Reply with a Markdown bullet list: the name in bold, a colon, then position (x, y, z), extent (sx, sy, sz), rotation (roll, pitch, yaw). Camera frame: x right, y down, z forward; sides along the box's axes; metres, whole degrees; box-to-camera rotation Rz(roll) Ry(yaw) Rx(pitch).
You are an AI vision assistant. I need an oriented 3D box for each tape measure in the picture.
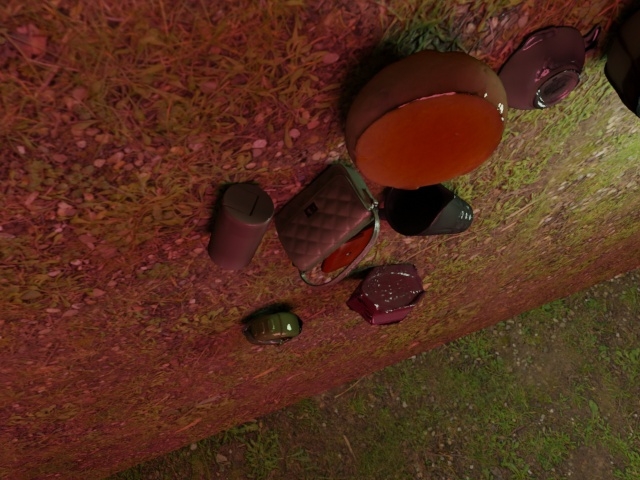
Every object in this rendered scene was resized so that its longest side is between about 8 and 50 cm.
- **tape measure**: position (-0.152, 0.287, 1.635), extent (0.175, 0.106, 0.200), rotation (-27, 153, 38)

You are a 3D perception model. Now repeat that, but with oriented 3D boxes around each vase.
- **vase**: position (0.287, -0.078, 1.302), extent (0.251, 0.156, 0.301), rotation (-8, 171, 37)

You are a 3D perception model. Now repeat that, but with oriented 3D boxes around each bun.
- **bun**: position (0.189, -0.232, 0.924), extent (0.299, 0.165, 0.299), rotation (-3, 151, -1)

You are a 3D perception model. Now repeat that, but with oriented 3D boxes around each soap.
- **soap**: position (0.214, 0.178, 1.632), extent (0.289, 0.182, 0.112), rotation (-4, 142, -33)

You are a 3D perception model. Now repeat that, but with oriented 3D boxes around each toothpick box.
- **toothpick box**: position (-0.174, -0.026, 1.068), extent (0.111, 0.111, 0.180), rotation (-6, 149, -28)

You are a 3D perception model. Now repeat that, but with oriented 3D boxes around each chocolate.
- **chocolate**: position (0.732, -0.400, 1.008), extent (0.283, 0.186, 0.283), rotation (-9, 152, -5)

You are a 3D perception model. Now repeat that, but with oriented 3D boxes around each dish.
- **dish**: position (0.484, -0.344, 1.034), extent (0.246, 0.078, 0.224), rotation (-27, 150, 7)

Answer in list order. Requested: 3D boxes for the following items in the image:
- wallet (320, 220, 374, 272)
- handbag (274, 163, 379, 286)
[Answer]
- **wallet**: position (0.076, 0.017, 1.359), extent (0.142, 0.045, 0.204), rotation (-25, 161, -18)
- **handbag**: position (0.019, -0.024, 1.099), extent (0.256, 0.219, 0.079), rotation (-40, 150, 26)
